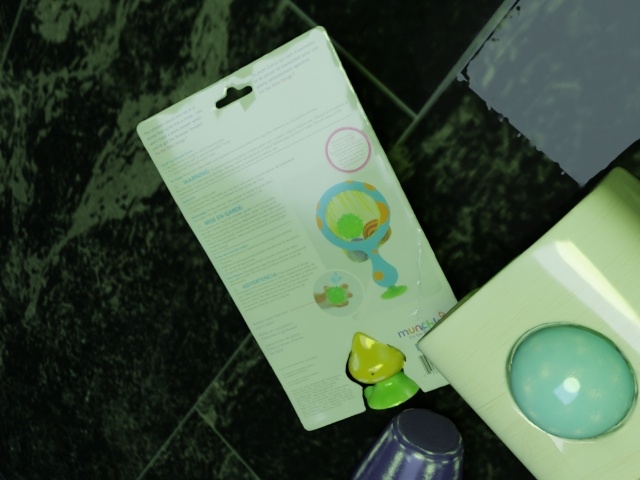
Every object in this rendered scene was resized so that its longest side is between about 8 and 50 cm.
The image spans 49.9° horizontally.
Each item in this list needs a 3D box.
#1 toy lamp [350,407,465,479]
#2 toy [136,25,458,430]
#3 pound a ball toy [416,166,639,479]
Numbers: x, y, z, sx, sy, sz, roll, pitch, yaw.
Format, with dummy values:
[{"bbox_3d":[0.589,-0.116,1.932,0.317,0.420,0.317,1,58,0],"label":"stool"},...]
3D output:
[{"bbox_3d":[0.041,0.241,0.498,0.080,0.080,0.274,24,118,23],"label":"toy lamp"},{"bbox_3d":[0.000,0.000,0.453,0.137,0.056,0.237,-23,100,19],"label":"toy"},{"bbox_3d":[0.180,0.152,0.349,0.319,0.136,0.208,49,123,10],"label":"pound a ball toy"}]
